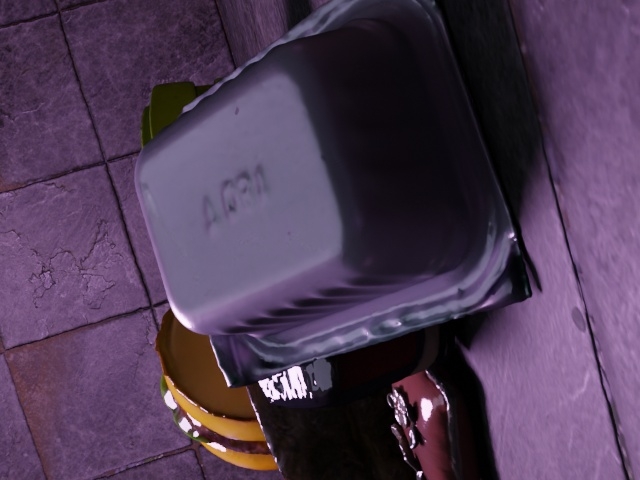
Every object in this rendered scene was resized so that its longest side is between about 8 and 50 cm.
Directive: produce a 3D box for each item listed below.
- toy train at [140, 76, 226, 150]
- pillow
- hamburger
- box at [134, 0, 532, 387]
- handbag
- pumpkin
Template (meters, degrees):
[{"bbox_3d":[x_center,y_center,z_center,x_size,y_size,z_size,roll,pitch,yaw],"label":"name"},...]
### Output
[{"bbox_3d":[-0.130,-0.134,1.358,0.442,0.272,0.179,110,152,-82],"label":"toy train"},{"bbox_3d":[0.116,0.191,0.947,0.171,0.075,0.179,-117,13,-64],"label":"pillow"},{"bbox_3d":[-0.086,0.228,1.663,0.277,0.395,0.396,82,170,-56],"label":"hamburger"},{"bbox_3d":[-0.033,-0.031,0.686,0.336,0.106,0.264,-25,80,45],"label":"box"},{"bbox_3d":[0.023,0.023,0.850,0.181,0.181,0.255,-21,83,54],"label":"handbag"},{"bbox_3d":[0.035,0.221,1.178,0.303,0.225,0.256,-121,10,-46],"label":"pumpkin"}]
